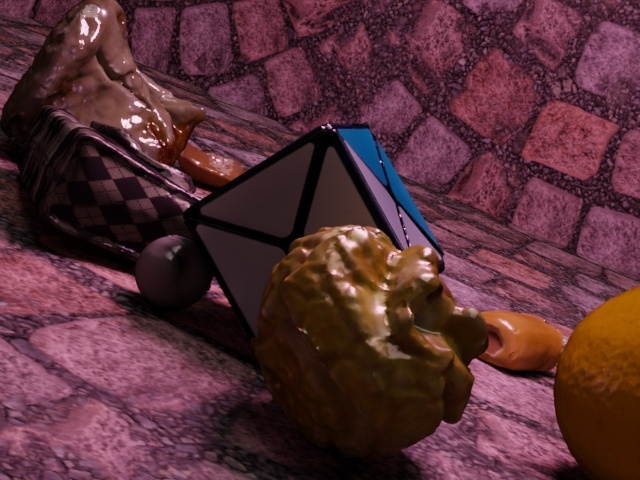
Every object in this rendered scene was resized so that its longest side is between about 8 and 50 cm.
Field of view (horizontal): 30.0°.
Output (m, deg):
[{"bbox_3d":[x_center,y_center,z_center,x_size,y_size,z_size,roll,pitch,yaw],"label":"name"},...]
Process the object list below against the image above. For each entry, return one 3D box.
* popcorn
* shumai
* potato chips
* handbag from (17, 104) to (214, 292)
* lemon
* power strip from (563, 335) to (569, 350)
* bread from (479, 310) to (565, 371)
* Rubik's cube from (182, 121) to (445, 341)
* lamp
[{"bbox_3d":[0.050,0.110,1.372,0.247,0.282,0.282,-37,46,-26],"label":"popcorn"},{"bbox_3d":[-0.392,-0.255,2.234,0.323,0.324,0.397,37,-14,-9],"label":"shumai"},{"bbox_3d":[-0.236,-0.151,2.603,0.195,0.062,0.208,27,10,-1],"label":"potato chips"},{"bbox_3d":[-0.308,-0.080,1.920,0.316,0.180,0.416,25,4,-24],"label":"handbag"},{"bbox_3d":[0.475,0.210,1.554,0.348,0.348,0.348,20,11,-4],"label":"lemon"},{"bbox_3d":[0.507,0.222,2.289,0.252,0.027,0.060,25,12,20],"label":"power strip"},{"bbox_3d":[0.333,0.169,2.076,0.134,0.085,0.173,29,14,37],"label":"bread"},{"bbox_3d":[-0.001,0.000,1.644,0.246,0.250,0.248,60,14,3],"label":"Rubik's cube"},{"bbox_3d":[-0.203,0.044,1.643,0.105,0.105,0.105,20,11,-4],"label":"lamp"}]
